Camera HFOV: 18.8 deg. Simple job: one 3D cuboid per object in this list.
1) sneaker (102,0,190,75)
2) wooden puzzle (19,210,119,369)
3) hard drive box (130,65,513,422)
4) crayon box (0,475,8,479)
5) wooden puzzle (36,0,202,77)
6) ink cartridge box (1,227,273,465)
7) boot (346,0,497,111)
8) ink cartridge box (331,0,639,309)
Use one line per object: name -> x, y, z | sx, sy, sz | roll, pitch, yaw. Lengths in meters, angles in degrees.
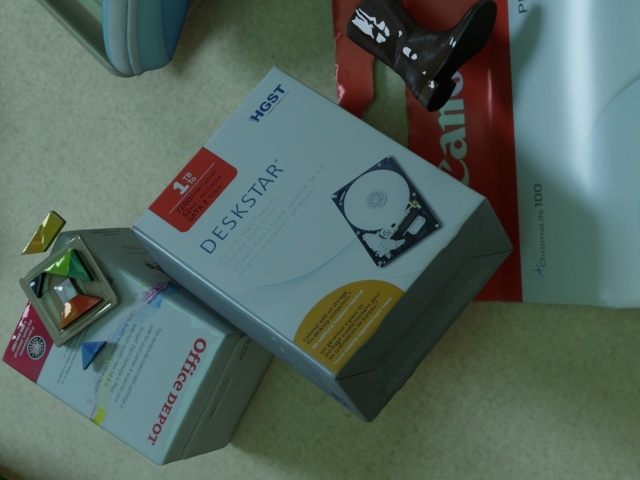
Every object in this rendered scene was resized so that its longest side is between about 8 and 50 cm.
sneaker -> -0.057, -0.267, 1.531 | 0.208, 0.127, 0.319 | 12, 113, -1
wooden puzzle -> -0.205, 0.040, 1.560 | 0.078, 0.014, 0.116 | -44, 75, 18
hard drive box -> 0.000, 0.000, 1.498 | 0.232, 0.089, 0.181 | 33, 78, 33
crayon box -> -0.385, 0.269, 1.703 | 0.318, 0.081, 0.202 | 24, 90, 34
wooden puzzle -> -0.162, -0.294, 1.638 | 0.221, 0.044, 0.238 | 44, 104, 6
ink cartridge box -> -0.145, 0.086, 1.613 | 0.176, 0.127, 0.128 | 32, 103, 20
boot -> 0.076, -0.174, 1.513 | 0.114, 0.037, 0.106 | 49, 119, 31
ink cartridge box -> 0.178, -0.101, 1.484 | 0.385, 0.091, 0.308 | -3, 92, 22
